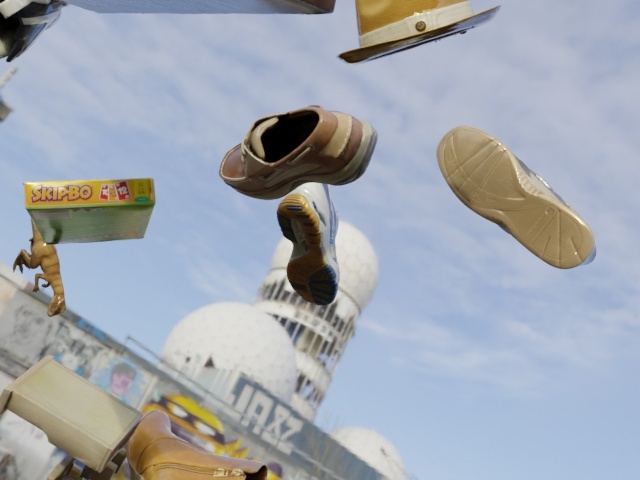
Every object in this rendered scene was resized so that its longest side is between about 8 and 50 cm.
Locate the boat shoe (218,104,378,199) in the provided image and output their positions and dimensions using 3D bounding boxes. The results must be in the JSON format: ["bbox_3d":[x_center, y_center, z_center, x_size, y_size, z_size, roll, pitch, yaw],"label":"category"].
[{"bbox_3d":[-0.060,-0.141,1.145,0.116,0.123,0.324,27,-23,-36],"label":"boat shoe"}]

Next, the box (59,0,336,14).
[{"bbox_3d":[-0.139,-0.293,0.616,0.143,0.191,0.381,6,9,-41],"label":"box"}]

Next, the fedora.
[{"bbox_3d":[0.104,-0.261,0.871,0.194,0.194,0.079,-6,-76,48],"label":"fedora"}]

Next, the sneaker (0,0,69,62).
[{"bbox_3d":[-0.401,-0.289,0.978,0.235,0.153,0.094,4,-47,47],"label":"sneaker"}]

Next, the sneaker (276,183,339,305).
[{"bbox_3d":[0.000,0.000,1.480,0.112,0.131,0.296,14,-42,18],"label":"sneaker"}]

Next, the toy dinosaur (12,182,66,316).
[{"bbox_3d":[-0.432,0.010,1.189,0.112,0.064,0.211,-2,-74,42],"label":"toy dinosaur"}]

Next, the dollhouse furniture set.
[{"bbox_3d":[-0.381,0.311,1.064,0.161,0.212,0.242,31,-71,2],"label":"dollhouse furniture set"}]

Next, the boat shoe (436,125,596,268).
[{"bbox_3d":[0.283,-0.059,1.111,0.285,0.103,0.092,45,11,30],"label":"boat shoe"}]

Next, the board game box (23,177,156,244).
[{"bbox_3d":[-0.258,-0.028,0.870,0.124,0.039,0.259,-3,-10,-16],"label":"board game box"}]

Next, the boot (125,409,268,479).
[{"bbox_3d":[-0.180,0.335,1.113,0.211,0.295,0.104,-4,-75,3],"label":"boot"}]
